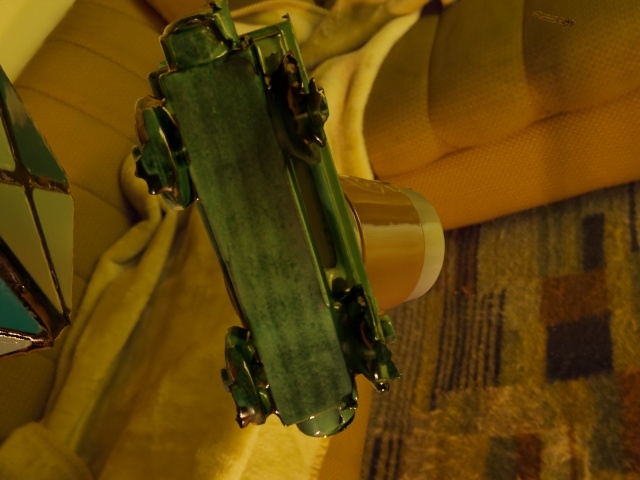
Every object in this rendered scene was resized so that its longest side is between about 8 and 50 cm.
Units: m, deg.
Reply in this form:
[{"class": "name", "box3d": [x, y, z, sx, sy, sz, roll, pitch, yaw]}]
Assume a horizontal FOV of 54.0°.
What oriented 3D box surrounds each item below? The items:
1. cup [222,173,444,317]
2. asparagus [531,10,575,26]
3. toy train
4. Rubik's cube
[{"class": "cup", "box3d": [0.000, 0.000, 0.743, 0.241, 0.226, 0.185, 29, 114, 48]}, {"class": "asparagus", "box3d": [0.374, -0.361, 1.018, 0.016, 0.013, 0.166, -40, 22, 15]}, {"class": "toy train", "box3d": [-0.035, -0.015, 0.451, 0.120, 0.300, 0.202, -17, 21, 3]}, {"class": "Rubik's cube", "box3d": [-0.404, -0.029, 0.602, 0.248, 0.250, 0.246, -17, 47, -4]}]
